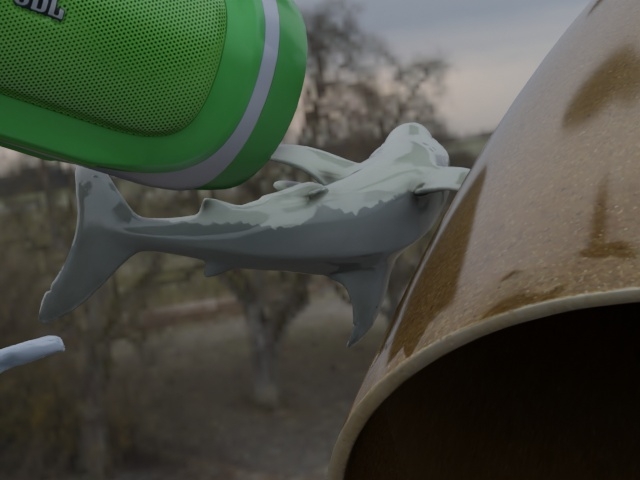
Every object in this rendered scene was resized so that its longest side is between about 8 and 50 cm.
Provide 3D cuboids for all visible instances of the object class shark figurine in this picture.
[{"bbox_3d":[-0.010,0.010,0.986,0.278,0.116,0.166,-14,24,-31],"label":"shark figurine"}]

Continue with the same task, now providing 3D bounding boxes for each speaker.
[{"bbox_3d":[-0.155,-0.113,0.796,0.296,0.131,0.131,17,-13,-34],"label":"speaker"}]

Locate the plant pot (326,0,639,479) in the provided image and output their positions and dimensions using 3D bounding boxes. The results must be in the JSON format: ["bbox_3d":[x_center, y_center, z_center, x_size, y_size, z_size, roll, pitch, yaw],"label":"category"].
[{"bbox_3d":[0.144,0.005,0.573,0.237,0.237,0.254,-8,43,25],"label":"plant pot"}]

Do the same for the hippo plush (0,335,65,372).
[{"bbox_3d":[-0.401,0.178,1.380,0.234,0.237,0.294,5,-2,31],"label":"hippo plush"}]
